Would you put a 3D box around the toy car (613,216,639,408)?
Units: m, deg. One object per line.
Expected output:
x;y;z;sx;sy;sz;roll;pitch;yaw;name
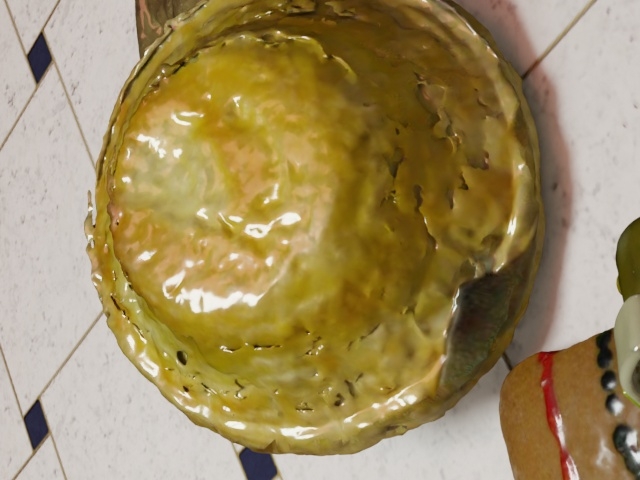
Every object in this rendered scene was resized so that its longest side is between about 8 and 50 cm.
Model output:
0.304;0.003;0.909;0.248;0.204;0.198;-24;47;30;toy car

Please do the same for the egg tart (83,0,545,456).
-0.031;-0.038;1.213;0.443;0.178;0.443;-3;83;25;egg tart

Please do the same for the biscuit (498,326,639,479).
0.247;0.190;1.065;0.277;0.052;0.262;-22;72;48;biscuit

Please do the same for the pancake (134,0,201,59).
-0.140;-0.257;1.549;0.242;0.050;0.241;-3;87;52;pancake
